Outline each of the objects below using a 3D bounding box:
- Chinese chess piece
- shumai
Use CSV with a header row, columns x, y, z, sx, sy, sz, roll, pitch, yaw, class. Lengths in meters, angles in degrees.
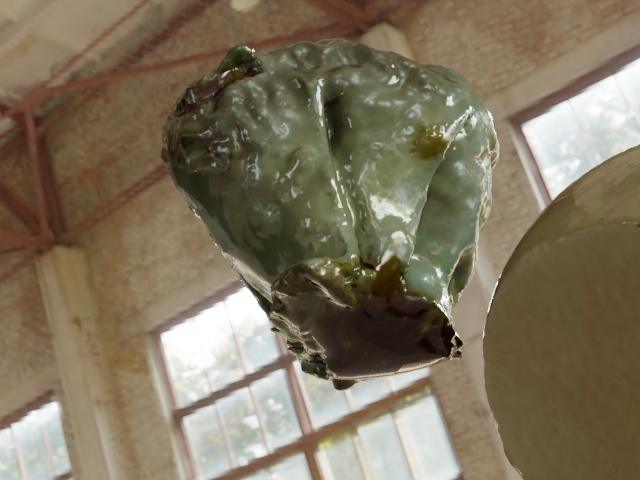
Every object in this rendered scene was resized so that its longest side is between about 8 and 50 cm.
x,y,z,sx,sy,sz,roll,pitch,yaw,class
0.188,0.069,0.481,0.097,0.251,0.251,-36,-10,-33,Chinese chess piece
-0.006,-0.002,0.579,0.184,0.142,0.184,5,-53,7,shumai
